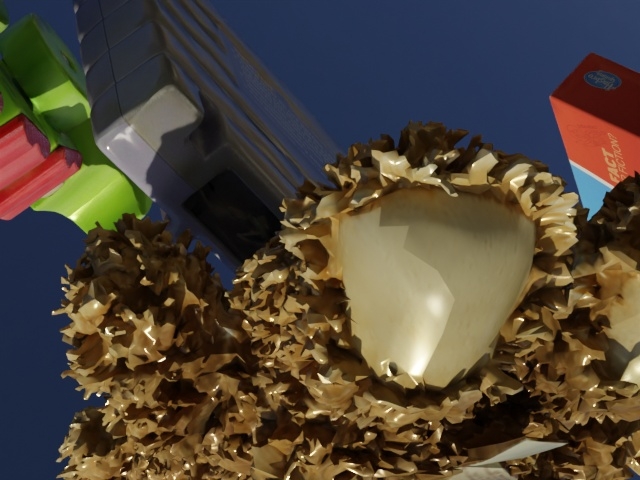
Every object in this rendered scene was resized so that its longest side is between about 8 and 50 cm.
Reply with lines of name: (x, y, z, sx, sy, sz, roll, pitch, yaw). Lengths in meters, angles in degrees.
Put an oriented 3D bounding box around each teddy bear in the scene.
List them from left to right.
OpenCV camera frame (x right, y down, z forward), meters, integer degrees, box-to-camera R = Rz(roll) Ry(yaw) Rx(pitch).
teddy bear: (0.023, 0.040, 0.555, 0.245, 0.338, 0.113, -6, -110, -8)

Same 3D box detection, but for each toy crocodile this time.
toy crocodile: (-0.183, -0.065, 0.778, 0.105, 0.115, 0.340, 56, -176, 16)

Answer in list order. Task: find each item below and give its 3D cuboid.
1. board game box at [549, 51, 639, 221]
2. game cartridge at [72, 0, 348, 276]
board game box: (0.365, -0.014, 1.388, 0.064, 0.316, 0.242, -45, -41, -16)
game cartridge: (0.000, 0.000, 0.842, 0.355, 0.068, 0.230, 46, -172, -31)
